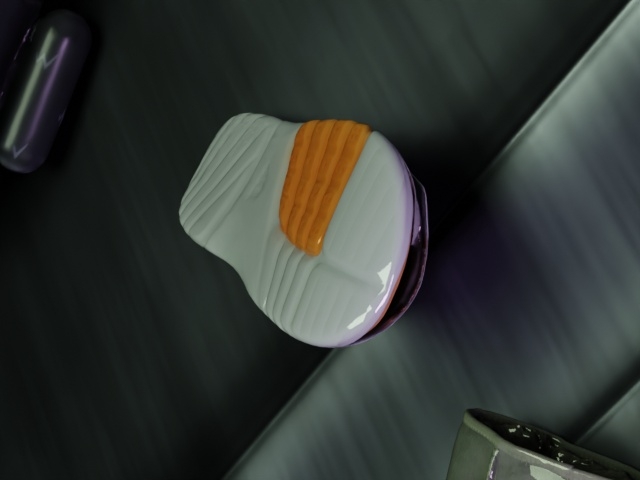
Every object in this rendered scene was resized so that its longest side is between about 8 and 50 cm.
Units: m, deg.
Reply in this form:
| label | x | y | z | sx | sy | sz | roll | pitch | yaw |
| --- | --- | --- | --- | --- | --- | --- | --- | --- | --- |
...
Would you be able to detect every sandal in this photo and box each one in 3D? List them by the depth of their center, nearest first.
| label | x | y | z | sx | sy | sz | roll | pitch | yaw |
| --- | --- | --- | --- | --- | --- | --- | --- | --- | --- |
| sandal | 0.005 | -0.010 | 0.851 | 0.102 | 0.076 | 0.265 | -62 | 24 | 3 |

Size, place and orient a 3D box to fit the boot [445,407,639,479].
| label | x | y | z | sx | sy | sz | roll | pitch | yaw |
| --- | --- | --- | --- | --- | --- | --- | --- | --- | --- |
| boot | 0.051 | 0.179 | 0.770 | 0.190 | 0.076 | 0.208 | 13 | 103 | 33 |

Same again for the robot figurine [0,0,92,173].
| label | x | y | z | sx | sy | sz | roll | pitch | yaw |
| --- | --- | --- | --- | --- | --- | --- | --- | --- | --- |
| robot figurine | -0.277 | -0.136 | 1.076 | 0.173 | 0.209 | 0.278 | 39 | 105 | 52 |
